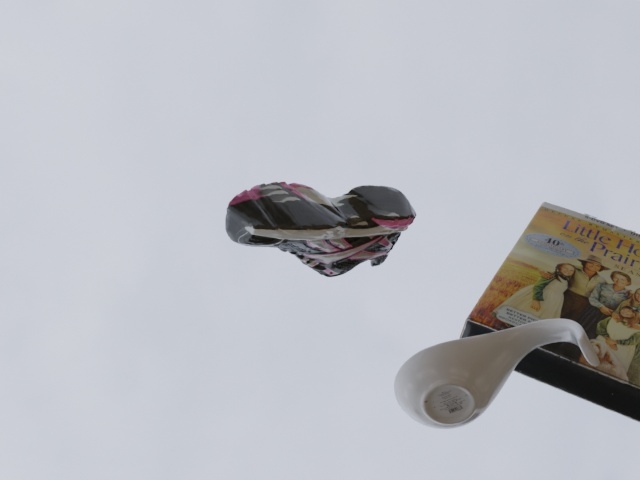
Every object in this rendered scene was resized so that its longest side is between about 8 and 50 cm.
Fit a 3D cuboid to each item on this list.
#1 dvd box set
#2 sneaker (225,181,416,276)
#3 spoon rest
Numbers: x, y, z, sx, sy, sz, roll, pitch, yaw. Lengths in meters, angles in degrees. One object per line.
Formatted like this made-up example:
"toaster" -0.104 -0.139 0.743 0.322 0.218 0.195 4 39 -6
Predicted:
"dvd box set" 0.428 0.096 1.605 0.420 0.307 0.062 -44 -30 -51
"sneaker" 0.000 0.000 0.905 0.178 0.072 0.077 1 -55 -27
"spoon rest" 0.231 0.174 1.382 0.137 0.276 0.084 59 -160 -25
